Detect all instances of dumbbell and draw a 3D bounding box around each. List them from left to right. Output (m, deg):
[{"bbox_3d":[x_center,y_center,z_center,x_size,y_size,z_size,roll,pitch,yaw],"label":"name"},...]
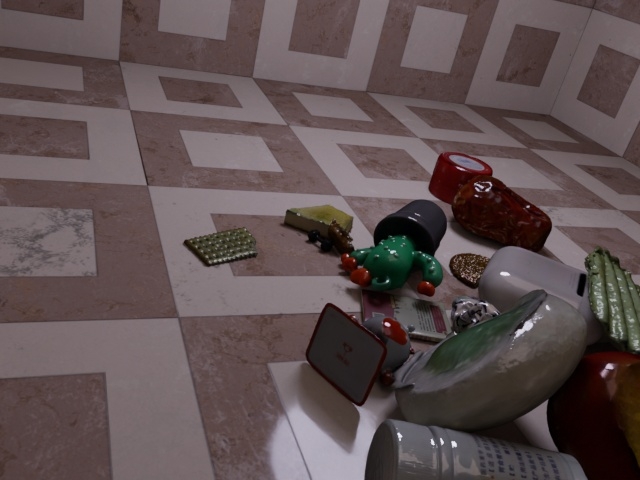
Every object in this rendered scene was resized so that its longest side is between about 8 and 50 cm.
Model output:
[{"bbox_3d":[0.000,0.000,1.838,0.040,0.036,0.083,-13,39,-41],"label":"dumbbell"}]

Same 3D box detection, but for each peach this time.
[{"bbox_3d":[0.600,0.379,1.178,0.280,0.281,0.338,-7,35,-34],"label":"peach"}]

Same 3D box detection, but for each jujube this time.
[{"bbox_3d":[0.621,-0.085,2.132,0.342,0.216,0.216,31,30,6],"label":"jujube"}]

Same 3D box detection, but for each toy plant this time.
[{"bbox_3d":[0.234,0.026,1.749,0.279,0.186,0.400,32,38,14],"label":"toy plant"}]

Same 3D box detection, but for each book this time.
[{"bbox_3d":[0.219,0.193,1.602,0.231,0.022,0.162,11,30,-6],"label":"book"}]

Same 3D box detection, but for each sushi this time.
[{"bbox_3d":[0.063,-0.008,1.832,0.060,0.118,0.061,-32,12,-24],"label":"sushi"}]

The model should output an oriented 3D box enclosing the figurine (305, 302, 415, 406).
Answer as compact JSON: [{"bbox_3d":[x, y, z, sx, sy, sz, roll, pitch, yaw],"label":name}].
[{"bbox_3d":[0.121,0.230,1.384,0.183,0.160,0.226,36,26,34],"label":"figurine"}]

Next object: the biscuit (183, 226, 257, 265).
[{"bbox_3d":[-0.257,0.015,1.714,0.203,0.016,0.144,-12,38,-38],"label":"biscuit"}]

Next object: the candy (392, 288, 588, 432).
[{"bbox_3d":[0.331,0.259,1.241,0.426,0.386,0.186,-21,83,-48],"label":"candy"}]

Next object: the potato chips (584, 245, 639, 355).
[{"bbox_3d":[0.833,0.199,1.670,0.358,0.070,0.429,43,33,-10],"label":"potato chips"}]

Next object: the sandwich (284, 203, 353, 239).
[{"bbox_3d":[0.003,-0.070,1.949,0.192,0.058,0.162,19,26,12],"label":"sandwich"}]

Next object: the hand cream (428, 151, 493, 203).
[{"bbox_3d":[0.541,-0.239,2.405,0.230,0.150,0.230,11,25,-5],"label":"hand cream"}]

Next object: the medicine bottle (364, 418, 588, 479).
[{"bbox_3d":[0.248,0.417,1.031,0.331,0.190,0.190,12,28,-3],"label":"medicine bottle"}]

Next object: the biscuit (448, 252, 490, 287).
[{"bbox_3d":[0.462,0.078,1.919,0.125,0.025,0.206,26,30,21],"label":"biscuit"}]

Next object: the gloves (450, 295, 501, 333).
[{"bbox_3d":[0.406,0.214,1.570,0.127,0.111,0.212,32,20,-19],"label":"gloves"}]

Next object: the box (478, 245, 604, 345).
[{"bbox_3d":[0.627,0.147,1.748,0.348,0.141,0.288,23,29,17],"label":"box"}]
